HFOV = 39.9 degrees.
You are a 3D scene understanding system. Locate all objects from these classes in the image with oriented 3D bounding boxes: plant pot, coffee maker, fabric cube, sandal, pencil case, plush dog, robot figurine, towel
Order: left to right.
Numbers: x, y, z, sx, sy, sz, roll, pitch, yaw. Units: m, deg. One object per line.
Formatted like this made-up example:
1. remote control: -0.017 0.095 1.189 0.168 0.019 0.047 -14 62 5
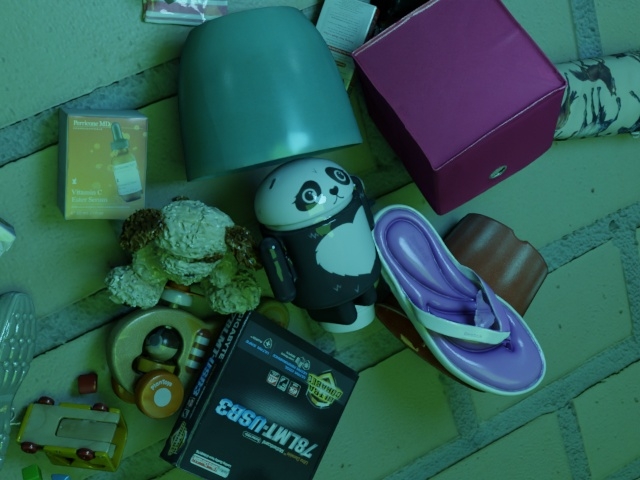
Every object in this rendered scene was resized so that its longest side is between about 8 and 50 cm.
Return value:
1. towel: -0.218 -0.451 1.436 0.144 0.029 0.197 -4 107 -22
2. plush dog: -0.210 0.003 1.433 0.262 0.225 0.211 6 74 -14
3. plant pot: -0.097 -0.239 1.420 0.293 0.293 0.235 -14 95 -20
4. robot figurine: 0.001 0.001 1.431 0.173 0.209 0.278 -17 113 8
5. coffee maker: 0.188 -0.433 1.589 0.178 0.120 0.171 3 129 -24
6. sandal: 0.234 0.109 1.527 0.416 0.102 0.169 45 71 0
7. fabric cube: 0.235 -0.237 1.498 0.254 0.258 0.259 -32 73 0
8. plant pot: 0.289 0.108 1.719 0.272 0.272 0.265 45 77 -28
9. pencil case: 0.517 -0.268 1.750 0.410 0.160 0.184 -11 97 -21

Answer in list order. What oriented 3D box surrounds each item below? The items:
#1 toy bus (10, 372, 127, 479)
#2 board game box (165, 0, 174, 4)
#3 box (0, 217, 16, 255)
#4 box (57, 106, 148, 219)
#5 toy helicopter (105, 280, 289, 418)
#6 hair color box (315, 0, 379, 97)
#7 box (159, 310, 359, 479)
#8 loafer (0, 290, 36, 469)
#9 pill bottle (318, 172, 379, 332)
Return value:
1. toy bus: -0.438 0.344 1.534 0.191 0.202 0.104 -30 146 -21
2. board game box: -0.211 -0.547 1.364 0.193 0.053 0.305 41 79 -23
3. box: -0.616 -0.083 1.348 0.324 0.067 0.063 42 86 -27
4. box: -0.357 -0.126 1.438 0.130 0.091 0.171 -2 107 -24
5. toy helicopter: -0.216 0.159 1.591 0.355 0.140 0.235 -14 102 -31
6. hair color box: 0.032 -0.340 1.546 0.093 0.053 0.167 21 97 9
7. box: -0.100 0.309 1.578 0.295 0.073 0.293 36 71 -34
8. loafer: -0.555 0.235 1.449 0.111 0.112 0.320 13 84 17
9. pill bottle: 0.026 0.025 1.623 0.152 0.152 0.272 -18 113 -18
